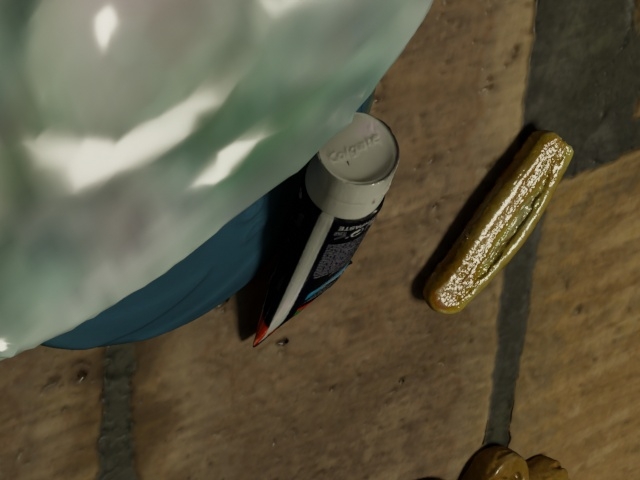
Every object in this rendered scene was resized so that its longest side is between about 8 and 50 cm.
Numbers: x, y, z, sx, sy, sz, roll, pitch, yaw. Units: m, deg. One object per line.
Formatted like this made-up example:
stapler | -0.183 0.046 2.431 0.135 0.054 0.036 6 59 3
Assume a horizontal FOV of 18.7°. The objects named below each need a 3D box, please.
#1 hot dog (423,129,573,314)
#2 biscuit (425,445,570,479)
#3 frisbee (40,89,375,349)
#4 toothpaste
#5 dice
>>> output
hot dog | 0.114 -0.010 1.247 0.044 0.028 0.137 33 90 -25
biscuit | 0.094 0.225 1.395 0.225 0.036 0.166 -2 120 -44
frisbee | -0.069 -0.062 1.007 0.289 0.049 0.289 -26 134 -30
toothpaste | 0.000 0.000 1.089 0.071 0.045 0.193 -38 165 -26
dice | -0.158 -0.175 0.600 0.328 0.348 0.330 -39 138 -15
